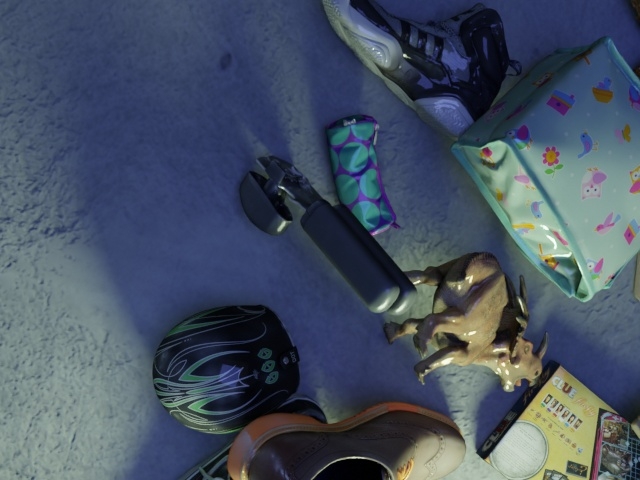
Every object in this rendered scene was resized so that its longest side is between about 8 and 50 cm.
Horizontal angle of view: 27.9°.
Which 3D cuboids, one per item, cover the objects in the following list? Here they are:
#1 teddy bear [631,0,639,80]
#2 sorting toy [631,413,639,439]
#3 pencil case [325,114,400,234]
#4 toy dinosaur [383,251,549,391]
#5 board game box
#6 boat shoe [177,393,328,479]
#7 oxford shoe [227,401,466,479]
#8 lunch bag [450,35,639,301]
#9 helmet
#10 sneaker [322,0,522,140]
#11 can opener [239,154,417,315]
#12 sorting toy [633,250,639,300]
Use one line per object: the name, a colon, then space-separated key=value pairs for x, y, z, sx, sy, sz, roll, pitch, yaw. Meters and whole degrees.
teddy bear: x=0.526 y=-0.282 z=1.677 sx=0.338 sy=0.113 sz=0.245 roll=-37 pitch=97 yaw=-5
sorting toy: x=0.487 y=0.257 z=1.721 sx=0.274 sy=0.046 sz=0.132 roll=-36 pitch=92 yaw=-30
pencil case: x=0.052 y=-0.083 z=1.638 sx=0.070 sy=0.064 sz=0.152 roll=-10 pitch=98 yaw=17
toy dinosaur: x=0.192 y=0.081 z=1.605 sx=0.200 sy=0.296 sz=0.127 roll=-20 pitch=56 yaw=-10
board game box: x=0.354 y=0.299 z=1.733 sx=0.243 sy=0.042 sz=0.165 roll=40 pitch=88 yaw=-10
boat shoe: x=-0.105 y=0.323 z=1.627 sx=0.306 sy=0.105 sz=0.113 roll=-40 pitch=100 yaw=-4
oxford shoe: x=0.063 y=0.285 z=1.579 sx=0.363 sy=0.132 sz=0.130 roll=0 pitch=112 yaw=-40
lunch bag: x=0.329 y=-0.085 z=1.614 sx=0.223 sy=0.160 sz=0.262 roll=-44 pitch=108 yaw=-19
helmet: x=-0.123 y=0.160 z=1.591 sx=0.161 sy=0.169 sz=0.169 roll=-19 pitch=98 yaw=-24
sneaker: x=0.133 y=-0.260 z=1.622 sx=0.268 sy=0.101 sz=0.153 roll=43 pitch=87 yaw=-16
can opener: x=0.000 y=0.000 z=1.566 sx=0.076 sy=0.283 sz=0.095 roll=12 pitch=122 yaw=-51
sorting toy: x=0.535 y=-0.003 z=1.738 sx=0.208 sy=0.038 sz=0.193 roll=5 pitch=94 yaw=-10
